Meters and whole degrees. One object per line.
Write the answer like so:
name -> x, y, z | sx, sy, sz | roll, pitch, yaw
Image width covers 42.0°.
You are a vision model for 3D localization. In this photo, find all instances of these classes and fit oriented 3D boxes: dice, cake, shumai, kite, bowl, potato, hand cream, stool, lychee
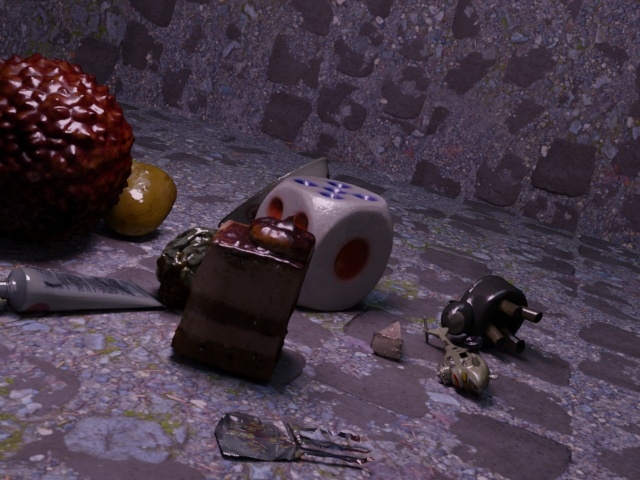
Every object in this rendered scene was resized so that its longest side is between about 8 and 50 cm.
dice -> 0.000, 0.000, 1.941 | 0.243, 0.259, 0.251 | 4, 18, -37
cake -> -0.129, 0.077, 1.495 | 0.199, 0.292, 0.196 | 20, 15, 4
shumai -> -0.244, 0.069, 1.696 | 0.184, 0.184, 0.141 | 5, 52, -29
kite -> -0.041, 0.306, 1.275 | 0.245, 0.015, 0.141 | 8, 17, -7
bowl -> -0.087, -0.063, 2.181 | 0.157, 0.337, 0.337 | 58, 23, 3
potato -> -0.452, -0.082, 2.036 | 0.204, 0.178, 0.158 | 22, 27, -26
hand cream -> -0.459, 0.099, 1.578 | 0.124, 0.077, 0.341 | 27, 12, 41
stool -> 0.382, 0.181, 1.877 | 0.228, 0.153, 0.139 | -27, 37, -21
lychee -> -0.622, -0.191, 1.793 | 0.425, 0.424, 0.500 | 17, 21, 12
cake -> 0.154, 0.206, 1.738 | 0.065, 0.052, 0.121 | 14, 14, 21

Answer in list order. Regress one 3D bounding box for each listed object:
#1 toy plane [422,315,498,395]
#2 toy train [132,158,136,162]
toy plane -> 0.273, 0.234, 1.700 | 0.108, 0.092, 0.286 | -13, 20, -3
toy train -> -0.609, -0.170, 2.309 | 0.161, 0.100, 0.296 | 7, 16, 2
